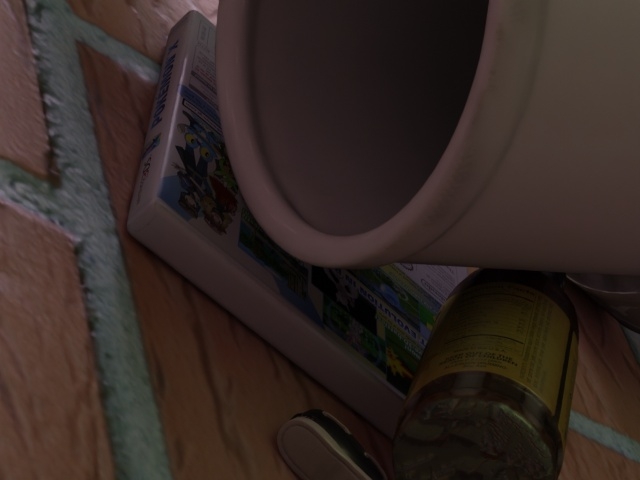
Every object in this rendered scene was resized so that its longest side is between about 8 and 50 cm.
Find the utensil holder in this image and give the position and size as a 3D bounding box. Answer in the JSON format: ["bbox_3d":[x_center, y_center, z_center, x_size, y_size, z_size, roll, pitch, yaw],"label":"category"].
[{"bbox_3d":[0.169,-0.131,1.081,0.385,0.328,0.328,5,47,-34],"label":"utensil holder"}]

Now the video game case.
[{"bbox_3d":[0.000,0.000,1.168,0.329,0.036,0.300,40,26,-23],"label":"video game case"}]

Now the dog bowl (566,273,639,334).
[{"bbox_3d":[0.408,-0.039,1.581,0.102,0.348,0.349,51,21,-26],"label":"dog bowl"}]

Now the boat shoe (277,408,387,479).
[{"bbox_3d":[0.024,0.159,0.969,0.125,0.046,0.038,45,28,10],"label":"boat shoe"}]

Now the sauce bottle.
[{"bbox_3d":[0.130,0.086,1.093,0.111,0.111,0.344,48,23,-5],"label":"sauce bottle"}]
